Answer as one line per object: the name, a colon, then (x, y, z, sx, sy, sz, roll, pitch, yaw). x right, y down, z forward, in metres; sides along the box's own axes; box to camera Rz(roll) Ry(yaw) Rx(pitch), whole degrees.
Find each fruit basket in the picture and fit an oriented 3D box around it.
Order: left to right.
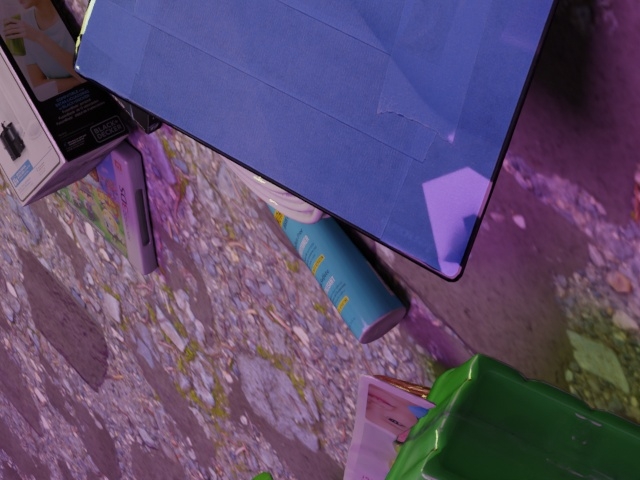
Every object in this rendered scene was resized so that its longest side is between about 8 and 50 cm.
fruit basket: (0.161, 0.244, 1.289, 0.327, 0.165, 0.353, 25, 148, 9)

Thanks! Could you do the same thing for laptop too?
laptop: (-0.051, -0.228, 1.031, 0.382, 0.236, 0.408, 29, 168, 30)

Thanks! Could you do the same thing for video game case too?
video game case: (-0.271, -0.083, 1.923, 0.212, 0.023, 0.193, 40, 150, 31)

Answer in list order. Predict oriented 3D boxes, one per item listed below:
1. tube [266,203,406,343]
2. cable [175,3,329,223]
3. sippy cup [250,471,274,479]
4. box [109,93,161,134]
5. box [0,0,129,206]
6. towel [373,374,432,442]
tube: (0.000, 0.000, 1.517, 0.207, 0.052, 0.080, 53, 148, 21)
cable: (-0.055, -0.130, 1.325, 0.257, 0.089, 0.257, 40, 165, 22)
sippy cup: (0.025, 0.381, 1.728, 0.224, 0.240, 0.305, -158, 64, -65)
box: (-0.196, -0.159, 1.707, 0.083, 0.018, 0.067, 46, 153, 22)
box: (-0.339, -0.199, 1.801, 0.290, 0.087, 0.169, 61, 149, 0)
towel: (0.166, 0.278, 1.493, 0.237, 0.037, 0.329, 11, 130, 42)
